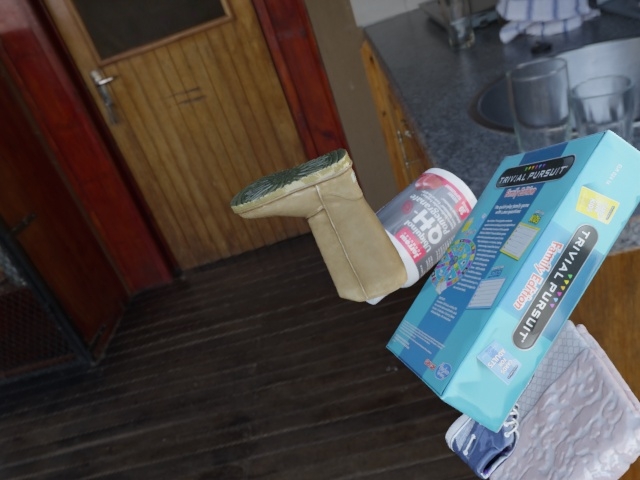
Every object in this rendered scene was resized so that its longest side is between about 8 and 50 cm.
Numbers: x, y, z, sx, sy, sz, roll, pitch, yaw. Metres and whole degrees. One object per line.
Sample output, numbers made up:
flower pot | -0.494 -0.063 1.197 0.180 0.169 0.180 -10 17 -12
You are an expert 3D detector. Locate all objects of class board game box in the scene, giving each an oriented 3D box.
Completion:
board game box | 0.231 0.040 0.717 0.336 0.079 0.254 -57 7 -2

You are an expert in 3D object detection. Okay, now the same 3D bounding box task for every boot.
boot | 0.284 0.273 0.872 0.190 0.069 0.086 -51 36 3
boot | 0.000 0.000 0.999 0.236 0.269 0.089 -18 27 18

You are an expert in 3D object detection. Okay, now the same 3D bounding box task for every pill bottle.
pill bottle | 0.194 -0.006 1.279 0.319 0.176 0.176 -40 33 -16

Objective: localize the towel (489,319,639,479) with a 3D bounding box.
towel | 0.402 0.339 0.995 0.054 0.331 0.317 27 22 -7
